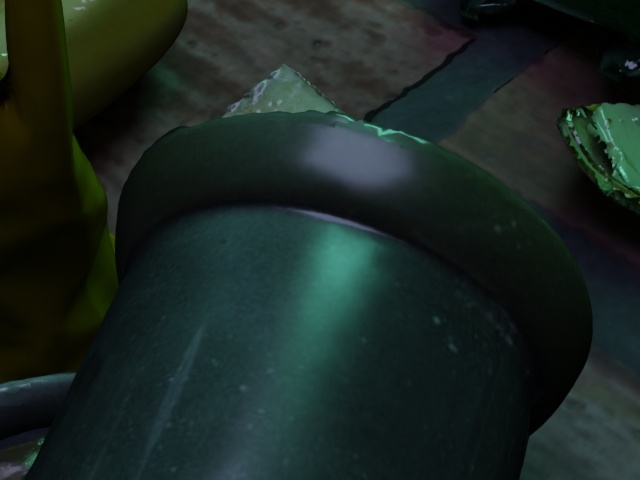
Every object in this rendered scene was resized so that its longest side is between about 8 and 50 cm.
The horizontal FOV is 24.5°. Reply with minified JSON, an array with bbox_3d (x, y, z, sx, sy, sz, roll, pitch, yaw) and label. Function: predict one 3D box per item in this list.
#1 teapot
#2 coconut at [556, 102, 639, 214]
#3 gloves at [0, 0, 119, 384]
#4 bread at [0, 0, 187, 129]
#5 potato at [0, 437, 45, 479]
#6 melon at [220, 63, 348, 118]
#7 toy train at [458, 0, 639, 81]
[{"bbox_3d":[-0.062,0.136,0.517,0.270,0.200,0.337,8,52,17],"label":"teapot"},{"bbox_3d":[0.198,-0.047,0.737,0.158,0.055,0.133,-11,46,-5],"label":"coconut"},{"bbox_3d":[-0.148,-0.052,0.621,0.133,0.294,0.116,3,50,10],"label":"gloves"},{"bbox_3d":[-0.176,-0.100,0.797,0.217,0.098,0.147,-35,47,-21],"label":"bread"},{"bbox_3d":[-0.125,0.110,0.646,0.093,0.036,0.037,-20,46,-13],"label":"potato"},{"bbox_3d":[0.004,-0.006,0.728,0.098,0.054,0.182,-40,57,-20],"label":"melon"},{"bbox_3d":[0.159,-0.166,0.819,0.132,0.083,0.200,-37,46,-24],"label":"toy train"}]
